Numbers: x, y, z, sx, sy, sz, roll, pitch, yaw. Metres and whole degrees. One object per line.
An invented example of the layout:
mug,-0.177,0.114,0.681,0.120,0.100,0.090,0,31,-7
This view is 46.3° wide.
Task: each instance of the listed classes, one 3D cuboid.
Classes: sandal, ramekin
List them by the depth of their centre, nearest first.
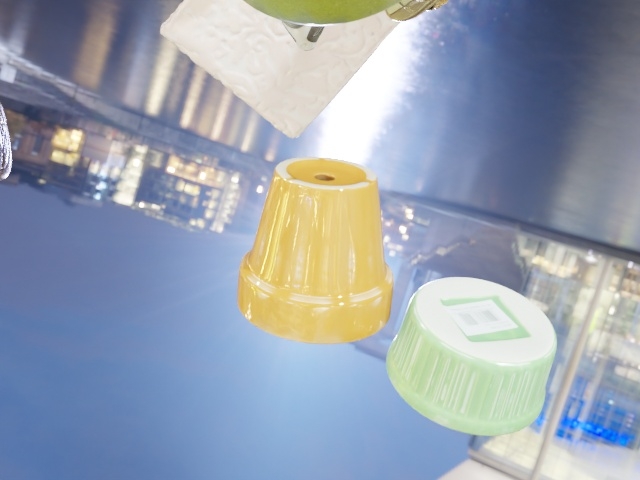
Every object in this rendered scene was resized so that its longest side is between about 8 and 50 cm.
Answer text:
sandal,0.185,-0.403,1.194,0.180,0.072,0.049,-27,154,27
ramekin,0.284,0.198,1.385,0.303,0.148,0.303,8,-150,-4

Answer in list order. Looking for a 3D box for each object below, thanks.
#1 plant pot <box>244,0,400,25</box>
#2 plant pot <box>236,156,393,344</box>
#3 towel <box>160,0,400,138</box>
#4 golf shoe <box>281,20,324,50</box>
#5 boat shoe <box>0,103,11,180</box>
plant pot,-0.029,-0.349,0.562,0.274,0.275,0.293,19,179,18
plant pot,0.000,0.000,0.958,0.205,0.188,0.205,5,-157,-2
towel,-0.072,-0.398,1.384,0.331,0.317,0.053,37,-161,-23
golf shoe,-0.008,-0.323,0.936,0.077,0.198,0.094,8,146,21
boat shoe,-0.440,-0.193,0.839,0.089,0.285,0.104,-21,-168,-1
